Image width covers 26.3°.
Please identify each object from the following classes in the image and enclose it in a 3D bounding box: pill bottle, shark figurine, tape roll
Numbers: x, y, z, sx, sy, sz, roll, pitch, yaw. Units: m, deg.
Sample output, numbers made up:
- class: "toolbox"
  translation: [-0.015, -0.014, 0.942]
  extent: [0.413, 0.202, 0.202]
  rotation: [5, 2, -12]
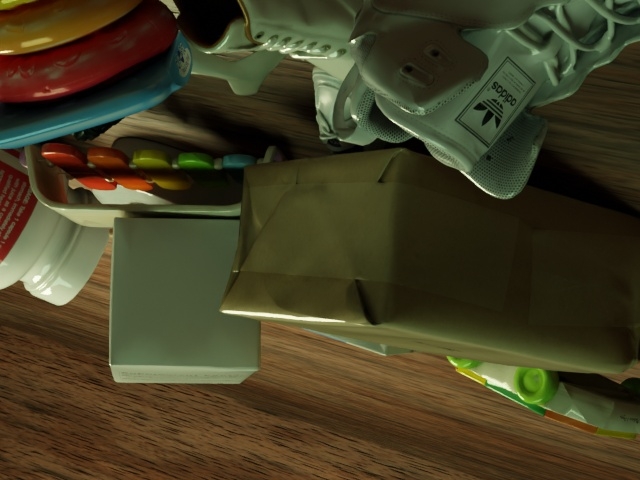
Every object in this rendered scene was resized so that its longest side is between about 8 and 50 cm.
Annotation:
- class: "pill bottle"
  translation: [-0.510, -0.071, 1.943]
  extent: [0.408, 0.229, 0.229]
  rotation: [30, 163, -25]
- class: "shark figurine"
  translation: [-0.162, -0.216, 1.228]
  extent: [0.278, 0.116, 0.166]
  rotation: [26, -160, 14]
- class: "tape roll"
  translation: [-0.195, -0.056, 1.856]
  extent: [0.219, 0.072, 0.219]
  rotation: [21, 165, 6]

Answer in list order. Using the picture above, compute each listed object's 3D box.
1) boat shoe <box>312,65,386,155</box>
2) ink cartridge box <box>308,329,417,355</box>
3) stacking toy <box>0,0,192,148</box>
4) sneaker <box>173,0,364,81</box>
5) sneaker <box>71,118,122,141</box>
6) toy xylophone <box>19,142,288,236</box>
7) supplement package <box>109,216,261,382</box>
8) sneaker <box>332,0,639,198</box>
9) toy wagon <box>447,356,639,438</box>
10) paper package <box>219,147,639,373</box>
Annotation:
- class: "boat shoe"
  translation: [0.024, -0.117, 1.354]
  extent: [0.066, 0.063, 0.184]
  rotation: [18, 165, 12]
- class: "ink cartridge box"
  translation: [0.083, 0.106, 1.941]
  extent: [0.134, 0.078, 0.231]
  rotation: [17, -176, 21]
- class: "stacking toy"
  translation: [-0.225, -0.239, 1.067]
  extent: [0.166, 0.175, 0.301]
  rotation: [-17, 113, 7]
- class: "sneaker"
  translation: [-0.053, -0.184, 1.126]
  extent: [0.106, 0.123, 0.290]
  rotation: [5, 159, 43]
- class: "sneaker"
  translation: [-0.281, -0.193, 1.504]
  extent: [0.108, 0.100, 0.271]
  rotation: [52, -176, 23]
- class: "toy xylophone"
  translation: [-0.192, -0.059, 1.646]
  extent: [0.323, 0.081, 0.236]
  rotation: [3, 170, 0]
- class: "supplement package"
  translation: [-0.169, 0.081, 1.683]
  extent: [0.175, 0.177, 0.293]
  rotation: [2, 170, -7]
- class: "sneaker"
  translation: [0.164, -0.134, 0.821]
  extent: [0.366, 0.210, 0.137]
  rotation: [8, 160, 41]
- class: "toy wagon"
  translation: [0.278, 0.169, 1.828]
  extent: [0.267, 0.068, 0.344]
  rotation: [15, -173, -46]
- class: "paper package"
  translation: [0.111, 0.029, 1.408]
  extent: [0.325, 0.168, 0.309]
  rotation: [13, 172, -33]
